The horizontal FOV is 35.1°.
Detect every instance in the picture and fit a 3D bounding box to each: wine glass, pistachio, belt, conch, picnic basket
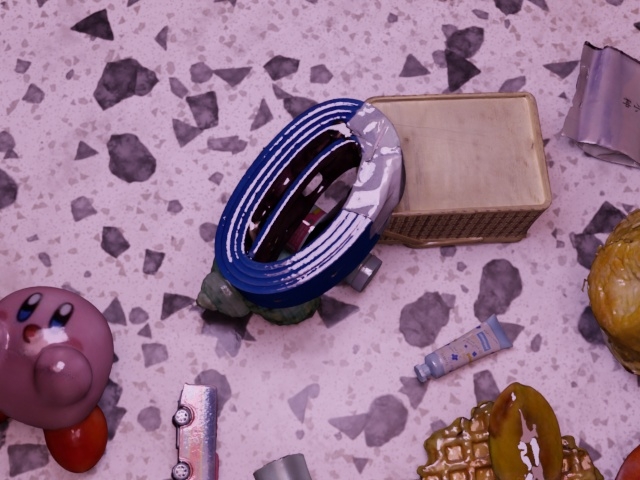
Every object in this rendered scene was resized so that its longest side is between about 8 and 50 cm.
[{"bbox_3d":[-0.028,0.453,1.569,0.103,0.103,0.231,-20,71,-8],"label":"wine glass"},{"bbox_3d":[0.321,0.316,1.570,0.110,0.100,0.189,3,61,-22],"label":"pistachio"},{"bbox_3d":[-0.012,-0.053,1.557,0.212,0.117,0.347,36,82,18],"label":"belt"},{"bbox_3d":[-0.105,0.072,1.677,0.188,0.176,0.122,-3,32,18],"label":"conch"},{"bbox_3d":[0.210,-0.119,1.730,0.312,0.175,0.228,-2,71,-7],"label":"picnic basket"}]

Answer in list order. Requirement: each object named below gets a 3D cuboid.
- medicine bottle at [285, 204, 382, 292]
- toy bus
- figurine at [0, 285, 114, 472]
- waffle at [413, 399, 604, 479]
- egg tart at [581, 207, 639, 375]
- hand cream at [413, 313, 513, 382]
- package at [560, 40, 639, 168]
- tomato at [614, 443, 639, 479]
[{"bbox_3d":[0.000,0.000,1.724,0.216,0.090,0.090,36,74,9],"label":"medicine bottle"},{"bbox_3d":[-0.201,0.327,1.627,0.077,0.065,0.192,2,72,-9],"label":"toy bus"},{"bbox_3d":[-0.439,0.188,1.603,0.269,0.261,0.211,19,45,6],"label":"figurine"},{"bbox_3d":[0.297,0.402,1.619,0.300,0.058,0.282,-30,73,-10],"label":"waffle"},{"bbox_3d":[0.518,0.078,1.616,0.116,0.295,0.295,9,69,-27],"label":"egg tart"},{"bbox_3d":[0.236,0.187,1.696,0.170,0.043,0.065,-25,75,-14],"label":"hand cream"},{"bbox_3d":[0.566,-0.233,1.840,0.250,0.062,0.204,20,72,-9],"label":"package"},{"bbox_3d":[0.572,0.440,1.559,0.289,0.176,0.335,25,72,-15],"label":"tomato"}]
